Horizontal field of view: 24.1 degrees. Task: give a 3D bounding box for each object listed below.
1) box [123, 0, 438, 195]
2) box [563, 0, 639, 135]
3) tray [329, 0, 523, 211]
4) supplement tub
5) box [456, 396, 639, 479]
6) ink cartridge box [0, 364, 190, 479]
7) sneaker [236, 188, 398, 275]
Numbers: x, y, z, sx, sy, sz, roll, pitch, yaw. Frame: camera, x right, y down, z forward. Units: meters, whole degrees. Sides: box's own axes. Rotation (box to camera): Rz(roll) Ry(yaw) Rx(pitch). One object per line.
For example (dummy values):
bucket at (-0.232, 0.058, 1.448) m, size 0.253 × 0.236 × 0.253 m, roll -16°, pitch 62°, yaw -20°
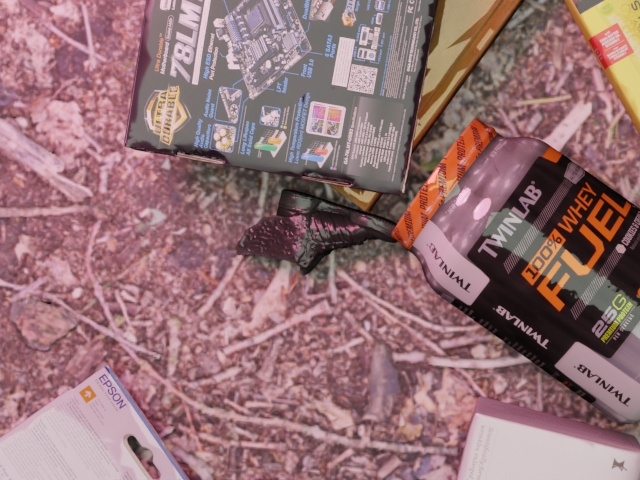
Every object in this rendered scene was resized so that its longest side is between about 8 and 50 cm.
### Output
box at (-0.033, -0.213, 1.531) m, size 0.293 × 0.073 × 0.295 m, roll 10°, pitch 96°, yaw 2°
box at (0.332, -0.208, 1.581) m, size 0.087 × 0.058 × 0.232 m, roll -28°, pitch 89°, yaw 6°
tray at (0.090, -0.255, 1.600) m, size 0.203 × 0.076 × 0.411 m, roll 36°, pitch 95°, yaw 4°
supplement tub at (0.242, 0.026, 1.532) m, size 0.316 × 0.193 × 0.193 m, roll 35°, pitch 95°, yaw 4°
box at (0.230, 0.278, 1.579) m, size 0.182 × 0.119 × 0.180 m, roll 14°, pitch 93°, yaw 6°
ink cartridge box at (-0.259, 0.285, 1.670) m, size 0.224 × 0.045 × 0.223 m, roll -35°, pitch 88°, yaw 5°
sneaker at (0.000, 0.000, 1.632) m, size 0.170 × 0.051 × 0.089 m, roll 18°, pitch 94°, yaw 10°
